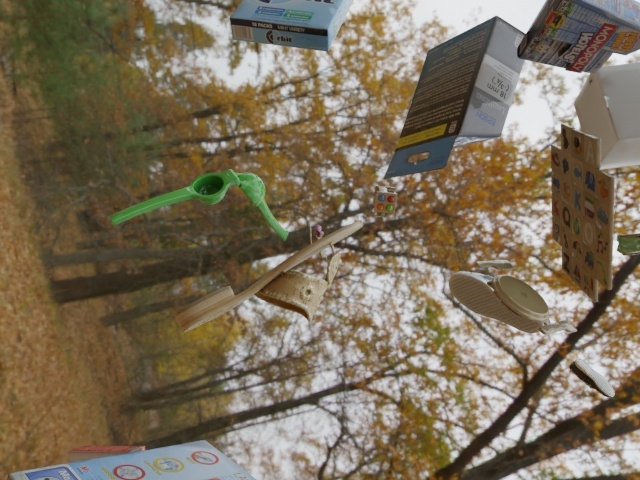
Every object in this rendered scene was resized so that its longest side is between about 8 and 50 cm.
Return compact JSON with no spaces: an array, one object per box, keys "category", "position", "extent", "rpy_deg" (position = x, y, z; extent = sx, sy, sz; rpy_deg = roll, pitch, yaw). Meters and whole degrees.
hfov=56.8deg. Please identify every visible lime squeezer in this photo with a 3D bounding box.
[{"category":"lime squeezer","position":[-0.154,-0.061,0.894],"extent":[0.110,0.310,0.058],"rpy_deg":[-45,-123,35]}]

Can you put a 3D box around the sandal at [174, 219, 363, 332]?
[{"category":"sandal","position":[-0.041,0.065,0.682],"extent":[0.079,0.240,0.088],"rpy_deg":[62,-13,5]}]

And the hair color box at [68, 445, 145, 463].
[{"category":"hair color box","position":[-0.383,0.408,1.061],"extent":[0.043,0.141,0.072],"rpy_deg":[12,73,-68]}]

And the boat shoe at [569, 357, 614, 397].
[{"category":"boat shoe","position":[0.715,0.368,1.563],"extent":[0.125,0.046,0.038],"rpy_deg":[43,-47,16]}]

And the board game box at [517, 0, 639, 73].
[{"category":"board game box","position":[0.471,-0.357,1.026],"extent":[0.194,0.194,0.060],"rpy_deg":[104,-2,-68]}]

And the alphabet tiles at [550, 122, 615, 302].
[{"category":"alphabet tiles","position":[0.539,-0.060,1.232],"extent":[0.285,0.011,0.342],"rpy_deg":[-91,173,-69]}]

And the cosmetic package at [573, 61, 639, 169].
[{"category":"cosmetic package","position":[0.791,-0.292,1.323],"extent":[0.155,0.366,0.197],"rpy_deg":[75,10,-69]}]

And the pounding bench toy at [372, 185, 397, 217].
[{"category":"pounding bench toy","position":[0.159,-0.087,1.483],"extent":[0.065,0.052,0.083],"rpy_deg":[-85,-179,-68]}]

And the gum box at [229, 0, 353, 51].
[{"category":"gum box","position":[-0.039,-0.377,0.955],"extent":[0.041,0.157,0.184],"rpy_deg":[88,16,-49]}]

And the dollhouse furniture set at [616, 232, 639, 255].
[{"category":"dollhouse furniture set","position":[0.668,0.019,1.165],"extent":[0.076,0.152,0.058],"rpy_deg":[44,44,-53]}]

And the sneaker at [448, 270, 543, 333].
[{"category":"sneaker","position":[0.583,0.187,1.950],"extent":[0.321,0.127,0.126],"rpy_deg":[29,-55,16]}]

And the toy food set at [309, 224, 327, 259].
[{"category":"toy food set","position":[0.000,0.000,1.517],"extent":[0.122,0.019,0.078],"rpy_deg":[40,44,-68]}]

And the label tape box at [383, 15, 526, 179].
[{"category":"label tape box","position":[0.285,-0.274,1.266],"extent":[0.241,0.106,0.333],"rpy_deg":[1,-110,67]}]

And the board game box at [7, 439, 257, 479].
[{"category":"board game box","position":[-0.186,0.374,0.738],"extent":[0.308,0.302,0.086],"rpy_deg":[17,-85,42]}]

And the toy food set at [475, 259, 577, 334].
[{"category":"toy food set","position":[0.372,0.114,1.108],"extent":[0.192,0.132,0.038],"rpy_deg":[53,-53,36]}]
